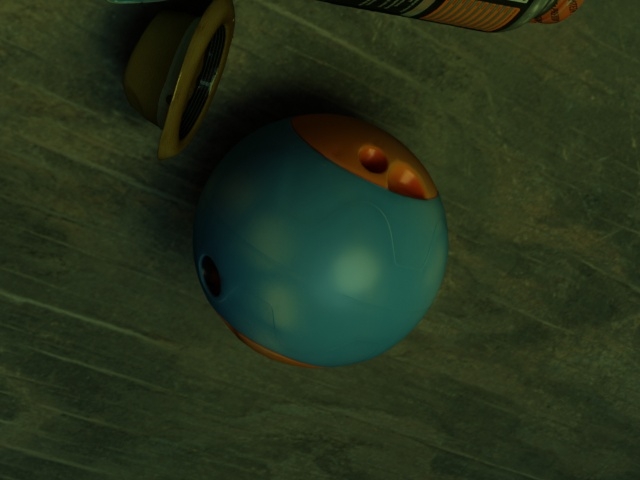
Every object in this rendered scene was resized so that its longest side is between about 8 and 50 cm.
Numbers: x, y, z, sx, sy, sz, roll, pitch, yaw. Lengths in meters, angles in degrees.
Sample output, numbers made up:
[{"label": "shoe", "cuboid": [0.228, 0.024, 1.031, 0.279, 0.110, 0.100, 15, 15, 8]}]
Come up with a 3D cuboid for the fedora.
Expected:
[{"label": "fedora", "cuboid": [-0.156, -0.181, 1.626, 0.079, 0.194, 0.194, 23, 124, 5]}]

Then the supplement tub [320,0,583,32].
[{"label": "supplement tub", "cuboid": [0.120, -0.320, 1.572, 0.316, 0.193, 0.193, 6, 126, -29]}]

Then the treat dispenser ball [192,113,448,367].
[{"label": "treat dispenser ball", "cuboid": [0.000, 0.000, 1.731, 0.288, 0.288, 0.288, -12, 133, -14]}]

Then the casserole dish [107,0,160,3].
[{"label": "casserole dish", "cuboid": [-0.177, -0.290, 1.526, 0.114, 0.037, 0.188, -6, 154, -12]}]
